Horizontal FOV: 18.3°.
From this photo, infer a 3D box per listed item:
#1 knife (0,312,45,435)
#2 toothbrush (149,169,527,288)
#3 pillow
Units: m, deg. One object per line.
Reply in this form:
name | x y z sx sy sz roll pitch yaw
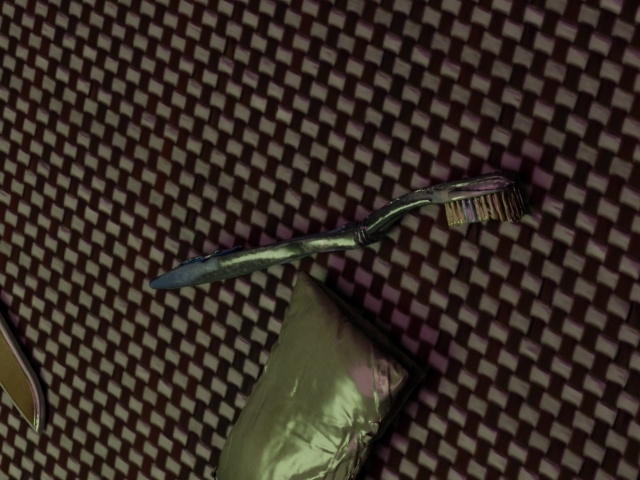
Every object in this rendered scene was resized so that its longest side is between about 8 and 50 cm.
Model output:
knife | -0.324 0.077 1.927 0.046 0.022 0.256 -43 70 30
toothbrush | 0.000 0.000 1.603 0.413 0.035 0.042 -14 87 43
pillow | -0.011 0.153 1.622 0.148 0.050 0.230 48 124 37
